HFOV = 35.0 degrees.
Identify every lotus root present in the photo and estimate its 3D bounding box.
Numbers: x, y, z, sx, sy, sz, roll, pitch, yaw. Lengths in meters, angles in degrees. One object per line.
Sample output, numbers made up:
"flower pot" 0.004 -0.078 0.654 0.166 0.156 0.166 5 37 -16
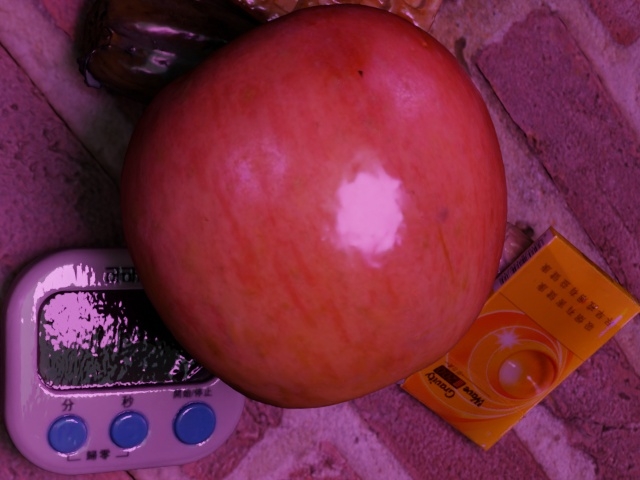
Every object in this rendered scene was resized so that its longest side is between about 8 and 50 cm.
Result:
"lotus root" -0.138 -0.192 1.082 0.241 0.123 0.124 15 110 -29

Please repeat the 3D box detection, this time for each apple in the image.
"apple" -0.002 -0.019 0.942 0.363 0.364 0.364 -1 94 -24

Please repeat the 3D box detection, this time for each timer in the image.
"timer" -0.207 0.124 1.087 0.261 0.087 0.237 0 93 -25

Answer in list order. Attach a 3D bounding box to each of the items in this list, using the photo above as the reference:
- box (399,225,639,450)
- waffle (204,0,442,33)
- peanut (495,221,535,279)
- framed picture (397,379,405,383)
"box" 0.240 0.124 1.239 0.152 0.043 0.269 39 109 -14
"waffle" -0.008 -0.316 1.152 0.308 0.091 0.213 30 80 -24
"peanut" 0.260 0.070 1.292 0.090 0.098 0.214 -47 114 -42
"framed picture" 0.000 0.000 1.137 0.232 0.019 0.296 7 90 19
